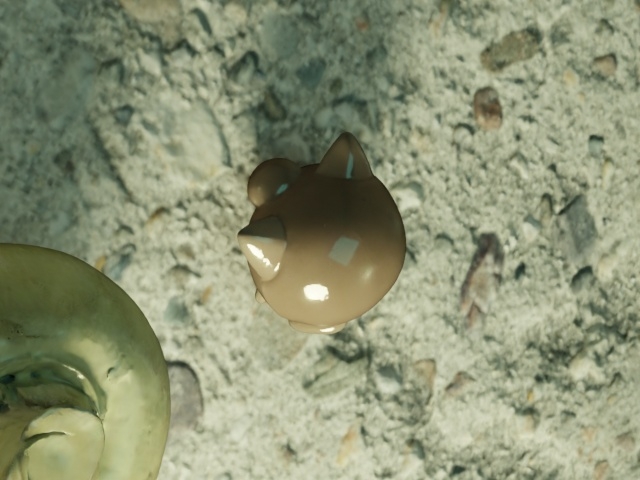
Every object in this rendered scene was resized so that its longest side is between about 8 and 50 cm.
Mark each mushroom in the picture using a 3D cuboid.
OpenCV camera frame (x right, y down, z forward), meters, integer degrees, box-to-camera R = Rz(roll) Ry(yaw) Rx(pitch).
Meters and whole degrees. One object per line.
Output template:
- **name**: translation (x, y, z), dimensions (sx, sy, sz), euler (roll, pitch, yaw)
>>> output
- **mushroom**: translation (-0.204, 0.121, 1.205), dimensions (0.246, 0.202, 0.246), euler (-5, 100, -27)

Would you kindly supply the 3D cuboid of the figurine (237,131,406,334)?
- **figurine**: translation (0.000, 0.000, 1.402), dimensions (0.125, 0.125, 0.138), euler (-50, 139, -20)
